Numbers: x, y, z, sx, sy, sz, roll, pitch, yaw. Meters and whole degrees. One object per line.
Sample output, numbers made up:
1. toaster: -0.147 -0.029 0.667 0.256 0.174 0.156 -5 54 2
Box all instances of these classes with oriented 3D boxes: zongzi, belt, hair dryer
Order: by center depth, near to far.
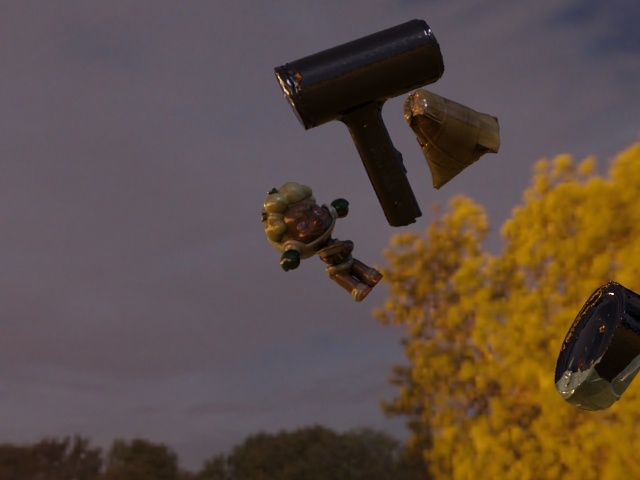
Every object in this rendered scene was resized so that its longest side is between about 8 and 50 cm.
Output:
1. hair dryer: 0.074 -0.135 1.423 0.197 0.251 0.089 -22 19 -5
2. belt: 0.433 0.166 1.712 0.078 0.198 0.151 26 7 -12
3. zongzi: 0.167 -0.151 1.724 0.160 0.078 0.176 24 -36 -22

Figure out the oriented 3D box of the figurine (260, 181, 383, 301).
1. figurine: 0.000 -0.001 1.555 0.197 0.147 0.093 35 -33 12
